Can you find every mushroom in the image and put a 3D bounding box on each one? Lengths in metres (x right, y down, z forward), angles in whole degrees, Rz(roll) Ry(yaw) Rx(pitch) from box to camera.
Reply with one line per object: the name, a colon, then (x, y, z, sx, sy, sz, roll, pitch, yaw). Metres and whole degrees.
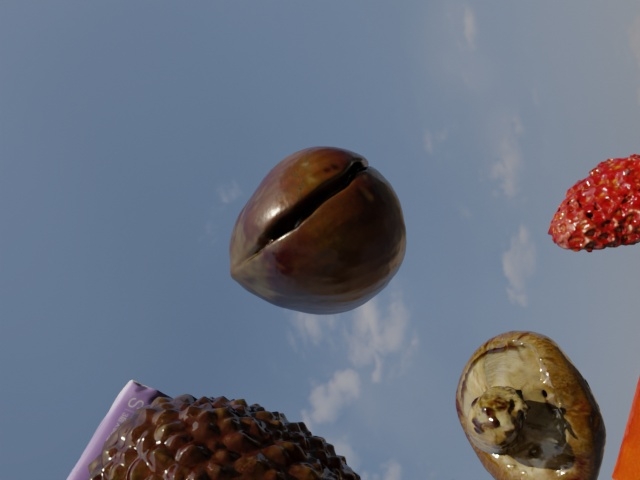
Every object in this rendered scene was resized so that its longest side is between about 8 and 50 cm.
mushroom: (0.318, 0.282, 0.901, 0.255, 0.267, 0.267, 27, -115, -12)

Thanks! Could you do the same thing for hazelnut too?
hazelnut: (0.000, 0.000, 1.247, 0.403, 0.429, 0.401, 7, -107, -22)

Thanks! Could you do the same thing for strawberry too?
strawberry: (0.491, -0.076, 0.910, 0.237, 0.190, 0.111, -26, -56, -14)

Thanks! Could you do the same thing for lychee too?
lychee: (-0.074, 0.252, 0.448, 0.271, 0.236, 0.236, 48, -128, 0)

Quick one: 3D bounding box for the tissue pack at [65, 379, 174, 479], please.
tissue pack: (-0.288, 0.425, 0.835, 0.242, 0.160, 0.338, 30, -144, -9)

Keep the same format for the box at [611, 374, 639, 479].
box: (0.446, 0.061, 0.382, 0.319, 0.257, 0.348, 5, -80, -35)
